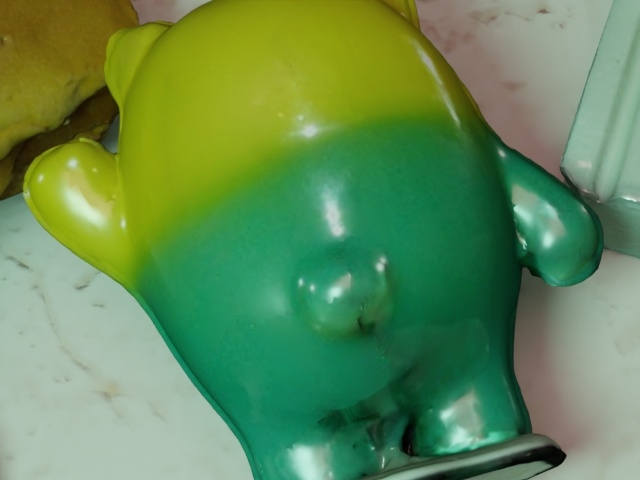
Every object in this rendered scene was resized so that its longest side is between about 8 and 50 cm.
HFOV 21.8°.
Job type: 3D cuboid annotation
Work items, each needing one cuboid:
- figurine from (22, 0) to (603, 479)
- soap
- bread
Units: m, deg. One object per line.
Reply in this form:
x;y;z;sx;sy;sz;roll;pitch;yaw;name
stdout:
0.000;0.000;0.989;0.324;0.231;0.340;-18;74;-3;figurine
0.255;-0.107;1.079;0.150;0.094;0.261;16;73;17;soap
-0.277;-0.081;1.025;0.195;0.149;0.344;33;49;22;bread
